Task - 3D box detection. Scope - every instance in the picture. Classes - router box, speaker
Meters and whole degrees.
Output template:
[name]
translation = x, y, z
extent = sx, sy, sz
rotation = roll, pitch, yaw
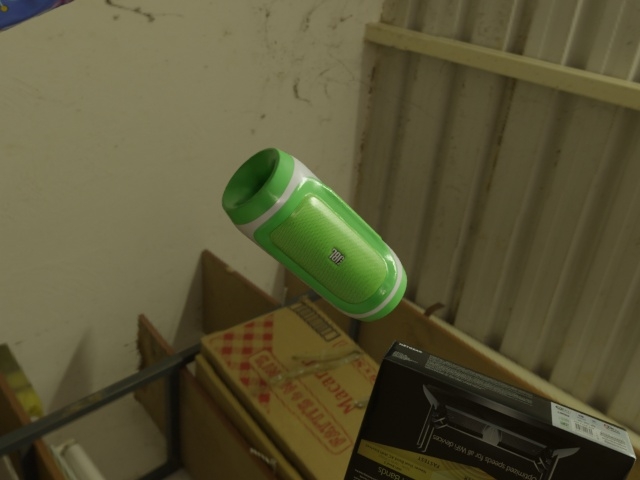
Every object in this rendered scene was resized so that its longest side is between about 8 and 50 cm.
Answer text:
[router box]
translation = 0.196, 0.300, 0.784
extent = 0.309, 0.081, 0.242
rotation = 20, -76, 15
[speaker]
translation = 0.000, 0.000, 0.888
extent = 0.131, 0.131, 0.296
rotation = -3, -36, 48

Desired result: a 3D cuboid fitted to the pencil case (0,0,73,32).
[pencil case]
translation = -0.293, -0.241, 0.534
extent = 0.133, 0.306, 0.119
rotation = 65, -9, -29
